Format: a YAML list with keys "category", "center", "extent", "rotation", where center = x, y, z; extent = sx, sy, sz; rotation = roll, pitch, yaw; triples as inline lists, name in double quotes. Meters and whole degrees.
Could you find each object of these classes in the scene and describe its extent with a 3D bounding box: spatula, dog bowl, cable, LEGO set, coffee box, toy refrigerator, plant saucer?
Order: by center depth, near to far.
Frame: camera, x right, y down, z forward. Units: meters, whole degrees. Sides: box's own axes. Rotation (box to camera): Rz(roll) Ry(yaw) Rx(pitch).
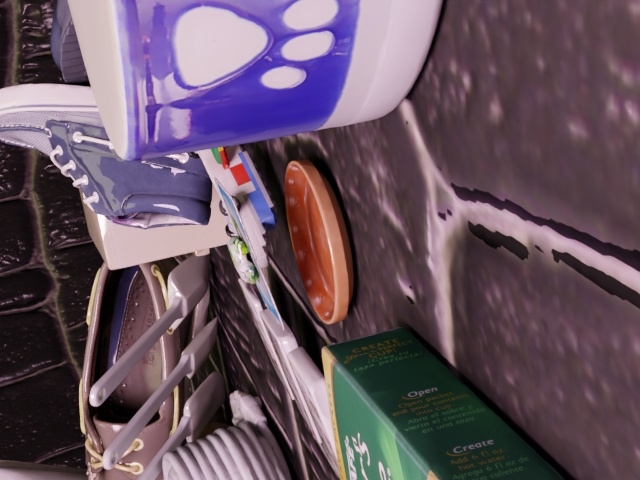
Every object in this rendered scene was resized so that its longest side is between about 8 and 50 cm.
- category: "coffee box"
  center: [0.050, 0.114, 0.383]
  extent: [0.184, 0.040, 0.113]
  rotation: [-136, 35, -66]
- category: "dog bowl"
  center: [-0.050, -0.166, 0.395]
  extent: [0.265, 0.104, 0.265]
  rotation: [167, 90, -76]
- category: "plant saucer"
  center: [0.000, 0.000, 0.541]
  extent: [0.083, 0.013, 0.084]
  rotation: [168, 90, -76]
- category: "LEGO set"
  center: [-0.027, 0.001, 0.620]
  extent: [0.182, 0.060, 0.244]
  rotation: [-135, 23, -67]
- category: "cable"
  center: [-0.054, 0.275, 0.857]
  extent: [0.257, 0.089, 0.257]
  rotation: [-132, 32, -64]
- category: "spatula"
  center: [-0.135, 0.123, 0.920]
  extent: [0.242, 0.019, 0.168]
  rotation: [-50, -36, -61]
- category: "toy refrigerator"
  center: [-0.148, -0.039, 0.921]
  extent: [0.269, 0.102, 0.094]
  rotation: [-160, 58, -73]

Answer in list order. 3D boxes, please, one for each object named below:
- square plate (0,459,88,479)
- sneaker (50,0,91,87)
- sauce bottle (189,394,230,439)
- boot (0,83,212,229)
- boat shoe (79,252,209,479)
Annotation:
- category: "square plate"
  center: [-0.158, 0.380, 1.081]
  extent: [0.049, 0.344, 0.347]
  rotation: [-35, 59, 27]
- category: "sneaker"
  center: [-0.148, -0.171, 0.773]
  extent: [0.319, 0.112, 0.131]
  rotation: [138, 115, -73]
- category: "sauce bottle"
  center: [-0.102, 0.326, 1.060]
  extent: [0.111, 0.111, 0.344]
  rotation: [105, 149, -63]
- category: "boot"
  center: [-0.156, -0.055, 0.735]
  extent: [0.069, 0.190, 0.086]
  rotation: [29, -114, -63]
- category: "boat shoe"
  center: [-0.173, 0.162, 1.006]
  extent: [0.096, 0.116, 0.325]
  rotation: [12, -97, -66]
